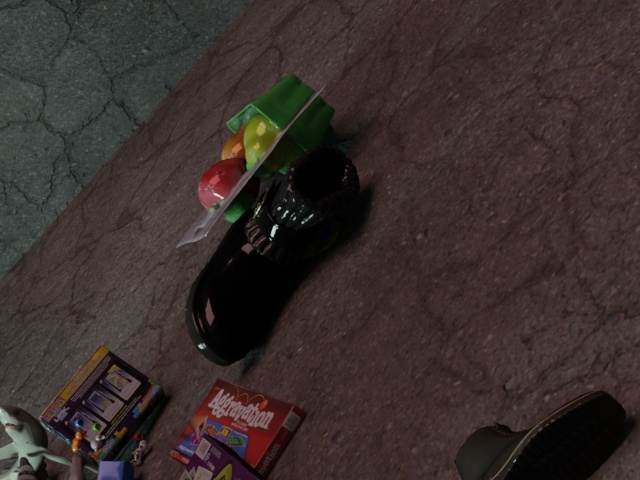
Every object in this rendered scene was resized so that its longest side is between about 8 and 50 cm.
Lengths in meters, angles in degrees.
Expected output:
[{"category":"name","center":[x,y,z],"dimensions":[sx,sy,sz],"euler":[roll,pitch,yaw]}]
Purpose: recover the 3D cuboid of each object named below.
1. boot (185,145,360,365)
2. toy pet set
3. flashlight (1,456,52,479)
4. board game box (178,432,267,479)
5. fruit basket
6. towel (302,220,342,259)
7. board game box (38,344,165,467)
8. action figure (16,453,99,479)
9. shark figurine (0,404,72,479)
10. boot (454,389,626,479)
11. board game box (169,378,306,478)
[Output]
[{"category":"boot","center":[-0.077,0.017,1.909],"dimensions":[0.260,0.131,0.348],"euler":[-36,27,42]},{"category":"toy pet set","center":[-0.340,0.351,1.942],"dimensions":[0.065,0.122,0.114],"euler":[-33,47,52]},{"category":"flashlight","center":[-0.626,0.470,2.309],"dimensions":[0.304,0.103,0.103],"euler":[-25,38,48]},{"category":"board game box","center":[-0.130,0.394,1.530],"dimensions":[0.208,0.056,0.347],"euler":[-57,24,-6]},{"category":"fruit basket","center":[-0.126,-0.127,2.197],"dimensions":[0.353,0.165,0.327],"euler":[-59,12,-13]},{"category":"towel","center":[0.000,0.000,1.980],"dimensions":[0.083,0.009,0.060],"euler":[-22,35,50]},{"category":"board game box","center":[-0.377,0.288,2.049],"dimensions":[0.170,0.141,0.048],"euler":[-51,-18,-23]},{"category":"action figure","center":[-0.509,0.504,1.925],"dimensions":[0.341,0.178,0.330],"euler":[-33,9,12]},{"category":"shark figurine","center":[-0.535,0.370,2.135],"dimensions":[0.278,0.166,0.116],"euler":[-50,23,42]},{"category":"boot","center":[0.209,0.200,1.205],"dimensions":[0.198,0.077,0.137],"euler":[-44,18,13]},{"category":"board game box","center":[-0.129,0.288,1.756],"dimensions":[0.145,0.027,0.281],"euler":[-56,23,-15]}]
